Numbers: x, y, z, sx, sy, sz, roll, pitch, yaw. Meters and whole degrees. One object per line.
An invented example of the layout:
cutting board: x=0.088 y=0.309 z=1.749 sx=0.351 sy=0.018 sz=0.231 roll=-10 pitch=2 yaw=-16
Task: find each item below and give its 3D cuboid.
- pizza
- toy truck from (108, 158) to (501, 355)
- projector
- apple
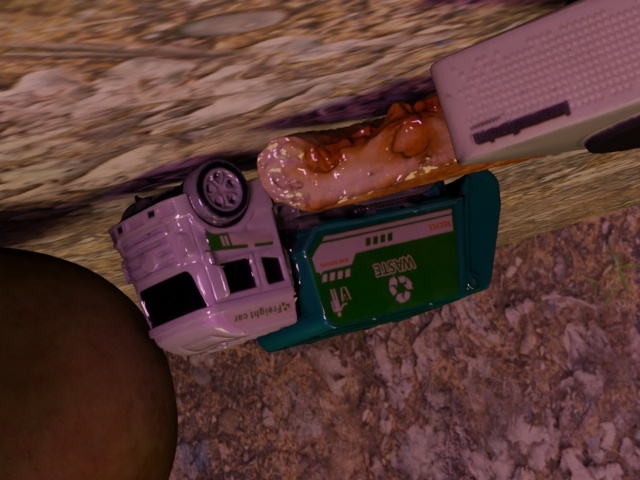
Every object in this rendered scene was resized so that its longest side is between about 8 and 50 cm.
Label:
pizza: x=0.092 y=-0.065 z=1.048 sx=0.271 sy=0.056 sz=0.134 roll=-13 pitch=177 yaw=-12
toy truck: x=0.000 y=0.000 z=1.152 sx=0.253 sy=0.124 sz=0.114 roll=-14 pitch=174 yaw=-36
projector: x=0.216 y=-0.105 z=0.800 sx=0.257 sy=0.079 sz=0.259 roll=-18 pitch=174 yaw=38
apple: x=-0.212 y=0.127 z=1.134 sx=0.234 sy=0.257 sz=0.257 roll=-10 pitch=174 yaw=-30
